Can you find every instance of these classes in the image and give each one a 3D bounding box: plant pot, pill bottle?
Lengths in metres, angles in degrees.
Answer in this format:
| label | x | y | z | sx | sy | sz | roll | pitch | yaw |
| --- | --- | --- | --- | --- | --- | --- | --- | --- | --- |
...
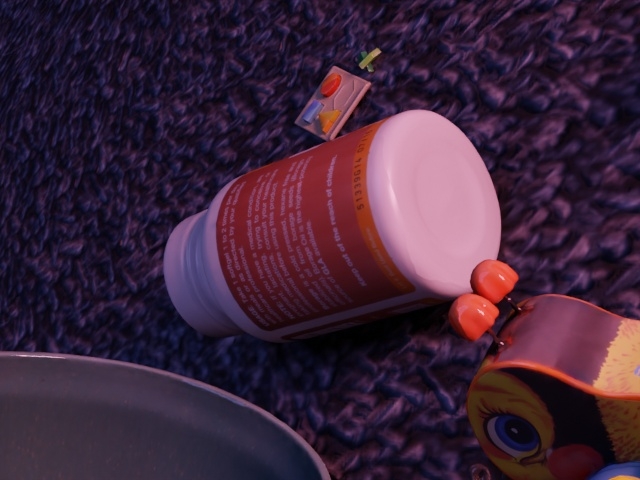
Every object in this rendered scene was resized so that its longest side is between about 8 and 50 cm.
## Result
| label | x | y | z | sx | sy | sz | roll | pitch | yaw |
| --- | --- | --- | --- | --- | --- | --- | --- | --- | --- |
| plant pot | -0.155 | 0.210 | 0.759 | 0.293 | 0.293 | 0.196 | 33 | 115 | 54 |
| pill bottle | 0.000 | 0.000 | 0.846 | 0.216 | 0.121 | 0.121 | -18 | 50 | 40 |

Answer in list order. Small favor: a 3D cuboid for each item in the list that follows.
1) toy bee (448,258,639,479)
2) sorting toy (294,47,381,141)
| label | x | y | z | sx | sy | sz | roll | pitch | yaw |
| --- | --- | --- | --- | --- | --- | --- | --- | --- | --- |
| toy bee | 0.131 | 0.083 | 0.574 | 0.298 | 0.162 | 0.195 | -23 | 24 | 19 |
| sorting toy | 0.015 | -0.121 | 1.017 | 0.083 | 0.012 | 0.062 | -56 | 36 | 0 |
